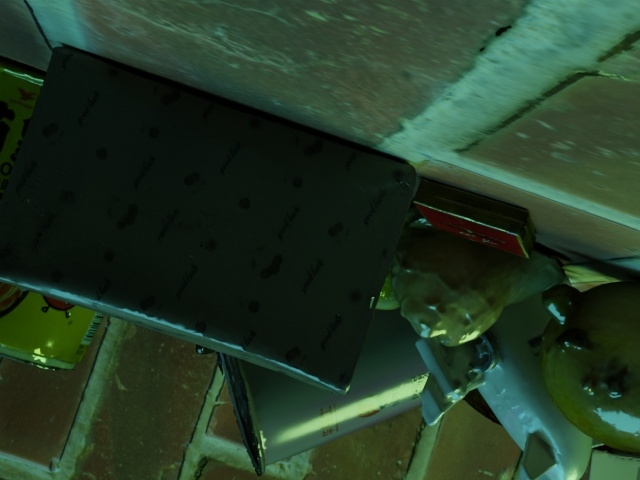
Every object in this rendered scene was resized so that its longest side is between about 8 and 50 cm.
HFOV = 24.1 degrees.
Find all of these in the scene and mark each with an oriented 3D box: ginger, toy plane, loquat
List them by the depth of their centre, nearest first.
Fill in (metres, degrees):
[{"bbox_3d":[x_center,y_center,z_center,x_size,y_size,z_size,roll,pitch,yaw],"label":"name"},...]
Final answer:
[{"bbox_3d":[0.273,0.106,1.334,0.204,0.149,0.172,36,171,-21],"label":"loquat"},{"bbox_3d":[0.144,0.043,1.350,0.193,0.122,0.115,14,162,-29],"label":"ginger"},{"bbox_3d":[0.190,0.122,1.458,0.252,0.252,0.118,21,147,-28],"label":"toy plane"}]

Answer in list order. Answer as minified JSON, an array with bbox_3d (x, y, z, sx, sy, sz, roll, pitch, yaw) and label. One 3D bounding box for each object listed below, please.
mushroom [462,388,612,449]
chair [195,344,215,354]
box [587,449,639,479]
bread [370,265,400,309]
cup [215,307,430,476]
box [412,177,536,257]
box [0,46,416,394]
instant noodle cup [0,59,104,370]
[{"bbox_3d":[0.285,0.159,1.818,0.297,0.163,0.278,15,178,-15],"label":"mushroom"},{"bbox_3d":[-0.097,0.045,1.893,0.416,0.203,0.240,16,180,12],"label":"chair"},{"bbox_3d":[0.471,0.256,1.972,0.214,0.069,0.353,7,-164,12],"label":"box"},{"bbox_3d":[0.000,0.000,1.446,0.213,0.104,0.213,15,178,1],"label":"bread"},{"bbox_3d":[0.043,0.113,1.575,0.288,0.203,0.203,-15,-179,-8],"label":"cup"},{"bbox_3d":[0.127,-0.017,1.214,0.090,0.023,0.133,20,176,12],"label":"box"},{"bbox_3d":[-0.094,-0.008,1.205,0.297,0.190,0.225,18,176,1],"label":"box"},{"bbox_3d":[-0.313,-0.029,1.462,0.326,0.254,0.325,19,177,1],"label":"instant noodle cup"}]
